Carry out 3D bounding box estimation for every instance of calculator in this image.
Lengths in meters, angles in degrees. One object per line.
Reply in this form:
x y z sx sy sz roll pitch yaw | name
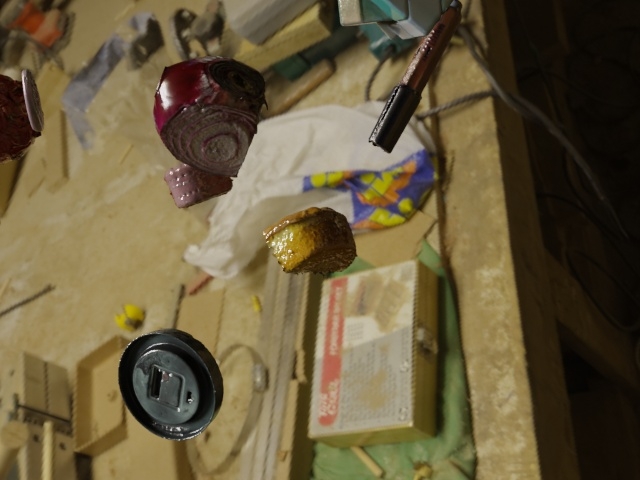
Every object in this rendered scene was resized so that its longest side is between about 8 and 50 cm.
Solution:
-0.579 -0.278 1.563 0.166 0.024 0.103 114 144 -66 | calculator

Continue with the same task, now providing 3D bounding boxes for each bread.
0.000 0.000 1.762 0.139 0.229 0.143 -36 68 35 | bread

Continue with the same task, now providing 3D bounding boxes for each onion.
-0.222 -0.265 1.519 0.207 0.206 0.216 -89 22 -43 | onion

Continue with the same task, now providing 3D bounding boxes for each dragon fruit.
-0.837 -0.307 1.974 0.252 0.241 0.241 -49 42 15 | dragon fruit

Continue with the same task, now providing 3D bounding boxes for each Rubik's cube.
0.137 -0.462 1.358 0.265 0.224 0.213 -52 19 1 | Rubik's cube

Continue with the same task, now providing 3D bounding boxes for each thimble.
-0.361 -0.173 2.281 0.163 0.189 0.125 -17 95 37 | thimble

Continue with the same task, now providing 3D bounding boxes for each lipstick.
0.242 -0.413 1.937 0.077 0.077 0.418 26 88 48 | lipstick

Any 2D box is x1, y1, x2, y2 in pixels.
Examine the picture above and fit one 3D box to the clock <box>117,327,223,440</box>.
-0.280 0.269 1.457 0.215 0.042 0.215 6 105 22 | clock
